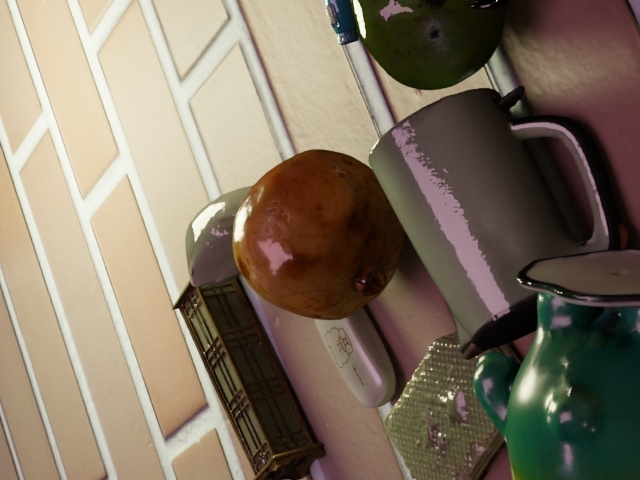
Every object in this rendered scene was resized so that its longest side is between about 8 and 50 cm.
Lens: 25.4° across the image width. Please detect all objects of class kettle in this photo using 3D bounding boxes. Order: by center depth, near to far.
[{"bbox_3d":[0.198,-0.033,1.529,0.240,0.165,0.255,-34,68,23],"label":"kettle"}]

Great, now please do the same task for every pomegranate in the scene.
[{"bbox_3d":[0.145,-0.266,1.534,0.225,0.187,0.187,-14,86,26],"label":"pomegranate"},{"bbox_3d":[0.000,0.000,1.765,0.215,0.215,0.215,20,115,52],"label":"pomegranate"}]

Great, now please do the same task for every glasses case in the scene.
[{"bbox_3d":[0.042,0.133,1.882,0.193,0.049,0.074,63,143,25],"label":"glasses case"}]

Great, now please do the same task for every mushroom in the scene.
[{"bbox_3d":[-0.102,-0.021,2.011,0.270,0.103,0.118,-28,75,49],"label":"mushroom"}]

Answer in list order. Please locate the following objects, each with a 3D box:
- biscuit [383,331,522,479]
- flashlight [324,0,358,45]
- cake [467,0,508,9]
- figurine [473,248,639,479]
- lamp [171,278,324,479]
[{"bbox_3d":[0.165,0.207,1.720,0.150,0.052,0.252,58,140,29],"label":"biscuit"},{"bbox_3d":[0.026,-0.313,1.794,0.051,0.051,0.129,-7,98,56],"label":"flashlight"},{"bbox_3d":[0.193,-0.363,1.294,0.332,0.332,0.321,34,127,47],"label":"cake"},{"bbox_3d":[0.292,0.192,1.375,0.324,0.231,0.340,4,105,36],"label":"figurine"},{"bbox_3d":[-0.110,0.200,2.088,0.325,0.090,0.089,62,142,23],"label":"lamp"}]
